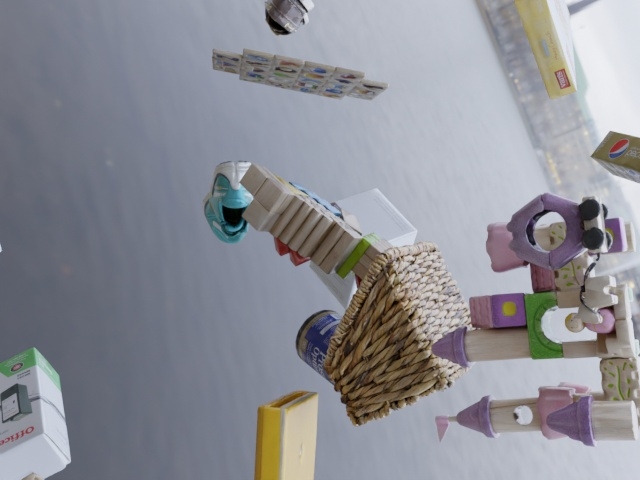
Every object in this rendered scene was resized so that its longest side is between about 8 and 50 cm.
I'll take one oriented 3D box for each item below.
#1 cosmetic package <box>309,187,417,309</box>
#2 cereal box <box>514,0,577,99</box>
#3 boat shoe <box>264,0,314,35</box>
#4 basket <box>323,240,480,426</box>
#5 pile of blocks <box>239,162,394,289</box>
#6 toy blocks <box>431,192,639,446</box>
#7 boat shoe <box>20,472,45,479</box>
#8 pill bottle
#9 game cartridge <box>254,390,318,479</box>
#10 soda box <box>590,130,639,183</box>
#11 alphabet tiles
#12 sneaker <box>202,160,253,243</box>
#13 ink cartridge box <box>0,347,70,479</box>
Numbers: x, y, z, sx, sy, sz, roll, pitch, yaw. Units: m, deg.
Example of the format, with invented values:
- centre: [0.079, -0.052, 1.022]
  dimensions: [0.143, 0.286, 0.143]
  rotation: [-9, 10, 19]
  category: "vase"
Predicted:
- centre: [0.087, 0.018, 1.696]
  dimensions: [0.151, 0.151, 0.184]
  rotation: [49, -36, 32]
  category: "cosmetic package"
- centre: [0.337, -0.348, 1.193]
  dimensions: [0.173, 0.047, 0.240]
  rotation: [57, 30, -33]
  category: "cereal box"
- centre: [-0.090, -0.559, 1.952]
  dimensions: [0.116, 0.096, 0.324]
  rotation: [46, 1, -12]
  category: "boat shoe"
- centre: [0.112, 0.146, 1.285]
  dimensions: [0.223, 0.213, 0.299]
  rotation: [63, 23, 7]
  category: "basket"
- centre: [0.000, 0.000, 1.417]
  dimensions: [0.362, 0.113, 0.149]
  rotation: [33, 16, -13]
  category: "pile of blocks"
- centre: [0.248, 0.107, 0.977]
  dimensions: [0.309, 0.259, 0.289]
  rotation: [7, 77, -62]
  category: "toy blocks"
- centre: [-0.362, 0.478, 1.184]
  dimensions: [0.302, 0.098, 0.109]
  rotation: [52, -1, -10]
  category: "boat shoe"
- centre: [0.058, 0.231, 1.548]
  dimensions: [0.219, 0.123, 0.123]
  rotation: [31, -18, 47]
  category: "pill bottle"
- centre: [-0.058, 0.411, 1.252]
  dimensions: [0.285, 0.052, 0.324]
  rotation: [34, 60, -79]
  category: "game cartridge"
- centre: [0.522, -0.130, 1.295]
  dimensions: [0.061, 0.058, 0.181]
  rotation: [35, 6, -18]
  category: "soda box"
- centre: [-0.046, -0.328, 1.581]
  dimensions: [0.285, 0.342, 0.011]
  rotation: [-172, -88, -83]
  category: "alphabet tiles"
- centre: [-0.184, -0.054, 1.588]
  dimensions: [0.275, 0.106, 0.110]
  rotation: [106, -18, -65]
  category: "sneaker"
- centre: [-0.690, 0.408, 1.767]
  dimensions: [0.289, 0.211, 0.122]
  rotation: [55, -11, 51]
  category: "ink cartridge box"
